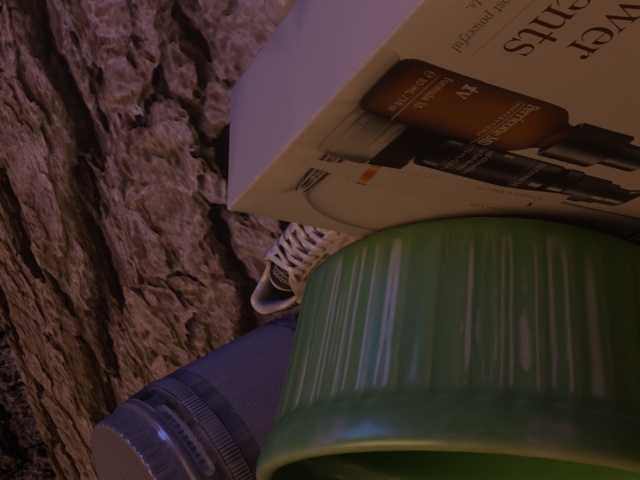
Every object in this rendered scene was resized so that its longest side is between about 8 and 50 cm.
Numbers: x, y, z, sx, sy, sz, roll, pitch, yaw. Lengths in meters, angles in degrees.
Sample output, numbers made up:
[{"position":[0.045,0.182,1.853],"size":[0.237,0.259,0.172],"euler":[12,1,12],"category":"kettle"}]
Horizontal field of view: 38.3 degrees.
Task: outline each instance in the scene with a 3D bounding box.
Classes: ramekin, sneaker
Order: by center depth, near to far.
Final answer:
[{"position":[0.116,0.107,0.624],"size":[0.303,0.303,0.148],"euler":[-40,38,56],"category":"ramekin"},{"position":[0.000,0.000,0.924],"size":[0.090,0.094,0.235],"euler":[52,144,21],"category":"sneaker"}]

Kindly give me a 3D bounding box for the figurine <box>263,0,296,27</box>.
[{"position":[0.006,-0.260,0.657],"size":[0.209,0.092,0.215],"euler":[124,148,-47],"category":"figurine"}]

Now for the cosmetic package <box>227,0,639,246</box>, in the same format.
[{"position":[0.148,-0.097,0.482],"size":[0.377,0.284,0.097],"euler":[141,133,-57],"category":"cosmetic package"}]

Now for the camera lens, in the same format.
[{"position":[-0.085,0.228,1.027],"size":[0.219,0.274,0.219],"euler":[32,135,39],"category":"camera lens"}]
